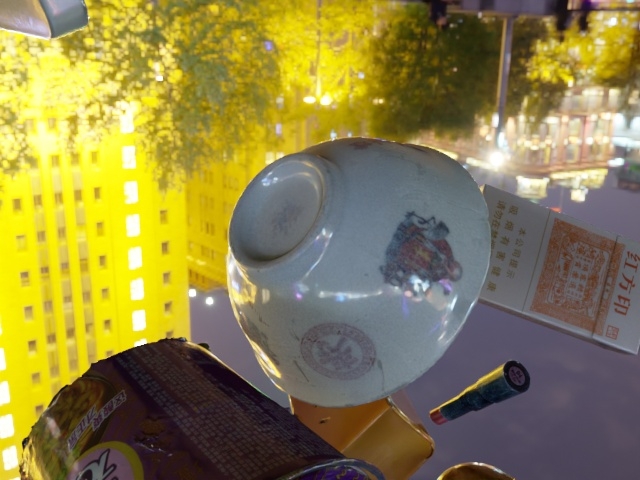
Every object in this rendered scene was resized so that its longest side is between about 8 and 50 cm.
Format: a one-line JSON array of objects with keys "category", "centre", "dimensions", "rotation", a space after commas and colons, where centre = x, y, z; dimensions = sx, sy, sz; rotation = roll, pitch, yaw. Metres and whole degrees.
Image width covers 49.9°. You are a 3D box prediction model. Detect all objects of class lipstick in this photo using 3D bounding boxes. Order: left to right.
[{"category": "lipstick", "centre": [0.258, 0.267, 1.173], "dimensions": [0.053, 0.053, 0.234], "rotation": [-11, 159, -34]}]

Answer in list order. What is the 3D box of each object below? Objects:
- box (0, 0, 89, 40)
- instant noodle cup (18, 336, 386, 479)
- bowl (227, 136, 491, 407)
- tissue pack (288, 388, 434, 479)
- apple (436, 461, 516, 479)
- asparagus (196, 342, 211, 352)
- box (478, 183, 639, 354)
[{"category": "box", "centre": [-0.522, -0.507, 1.060], "dimensions": [0.090, 0.367, 0.373], "rotation": [-36, -140, -28]}, {"category": "instant noodle cup", "centre": [-0.140, 0.275, 0.697], "dimensions": [0.340, 0.339, 0.266], "rotation": [-13, -144, -39]}, {"category": "bowl", "centre": [0.000, 0.000, 0.971], "dimensions": [0.435, 0.434, 0.196], "rotation": [18, 167, 45]}, {"category": "tissue pack", "centre": [0.072, 0.331, 1.276], "dimensions": [0.145, 0.194, 0.274], "rotation": [40, -172, -20]}, {"category": "apple", "centre": [0.262, 0.472, 1.115], "dimensions": [0.196, 0.196, 0.196], "rotation": [1, -163, 0]}, {"category": "asparagus", "centre": [-0.356, 0.318, 1.365], "dimensions": [0.128, 0.108, 0.382], "rotation": [-36, -175, 31]}, {"category": "box", "centre": [0.427, 0.056, 1.250], "dimensions": [0.365, 0.204, 0.051], "rotation": [20, 169, -7]}]
